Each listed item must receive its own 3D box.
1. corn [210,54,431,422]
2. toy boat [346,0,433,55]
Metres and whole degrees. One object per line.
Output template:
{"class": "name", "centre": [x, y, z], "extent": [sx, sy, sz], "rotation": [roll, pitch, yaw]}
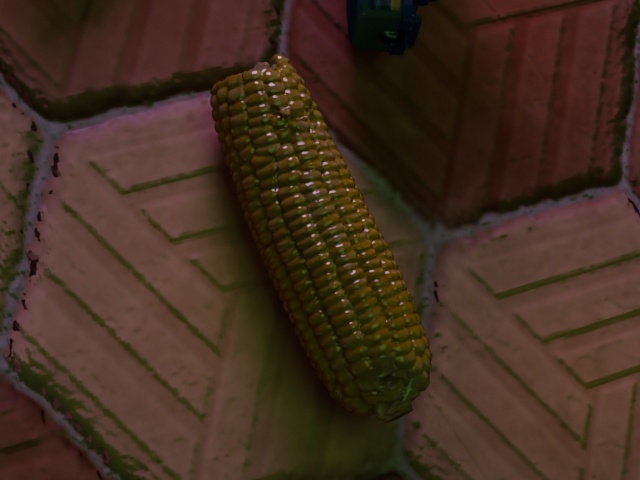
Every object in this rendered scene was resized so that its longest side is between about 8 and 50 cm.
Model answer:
{"class": "corn", "centre": [0.000, 0.000, 1.032], "extent": [0.067, 0.067, 0.206], "rotation": [-22, 86, -28]}
{"class": "toy boat", "centre": [0.069, -0.189, 1.101], "extent": [0.110, 0.091, 0.175], "rotation": [2, 69, -6]}
